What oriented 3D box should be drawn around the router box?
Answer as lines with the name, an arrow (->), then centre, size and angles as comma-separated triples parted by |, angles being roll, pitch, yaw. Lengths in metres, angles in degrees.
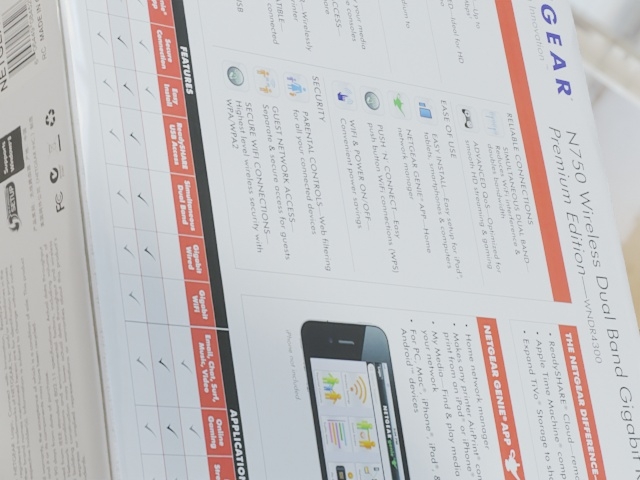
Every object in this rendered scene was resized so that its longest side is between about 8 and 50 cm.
router box -> 0.000, 0.000, 0.807 | 0.301, 0.335, 0.082 | 8, 156, -40
